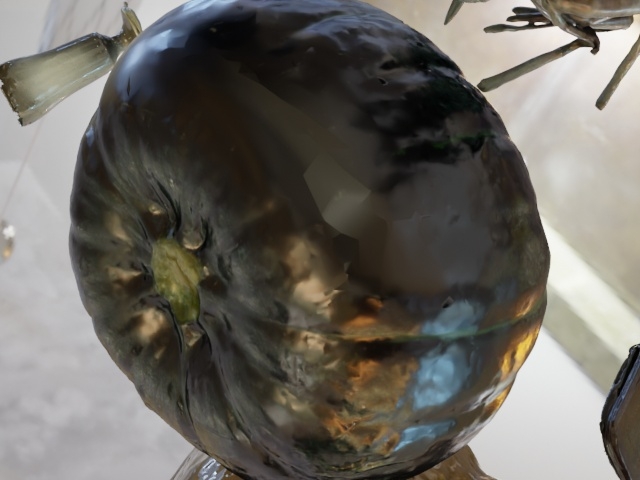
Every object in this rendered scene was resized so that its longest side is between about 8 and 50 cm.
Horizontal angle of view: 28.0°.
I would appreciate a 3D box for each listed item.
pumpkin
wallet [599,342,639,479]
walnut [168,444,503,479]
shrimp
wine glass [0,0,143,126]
[{"bbox_3d":[0.000,0.000,0.790,0.238,0.315,0.315,-13,-127,-46],"label":"pumpkin"},{"bbox_3d":[0.347,0.240,1.274,0.137,0.031,0.255,-50,-61,-37],"label":"wallet"},{"bbox_3d":[0.007,0.290,1.004,0.381,0.381,0.381,22,-146,-15],"label":"walnut"},{"bbox_3d":[0.150,-0.187,0.782,0.166,0.221,0.410,-11,-173,7],"label":"shrimp"},{"bbox_3d":[-0.253,-0.181,1.316,0.155,0.072,0.072,-28,-124,-9],"label":"wine glass"}]
